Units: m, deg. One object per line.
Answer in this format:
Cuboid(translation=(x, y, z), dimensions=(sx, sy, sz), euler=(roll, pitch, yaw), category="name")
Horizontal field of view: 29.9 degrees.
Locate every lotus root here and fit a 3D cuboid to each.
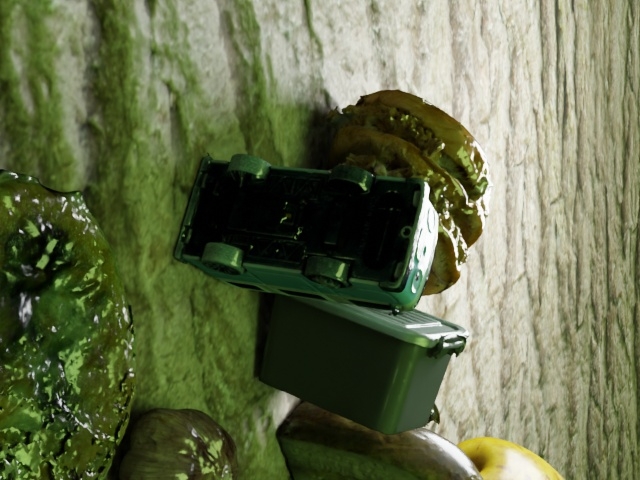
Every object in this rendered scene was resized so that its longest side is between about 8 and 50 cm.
Cuboid(translation=(0.111, 0.323, 1.583), dimensions=(0.149, 0.260, 0.267), euler=(-56, 140, -41), category="lotus root")

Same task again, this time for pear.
Cuboid(translation=(0.282, 0.456, 1.909), dimensions=(0.280, 0.280, 0.281), euler=(-18, 111, -59), category="pear")

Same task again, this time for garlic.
Cuboid(translation=(-0.145, 0.251, 1.275), dimensions=(0.147, 0.102, 0.159), euler=(-55, 139, -39), category="garlic")

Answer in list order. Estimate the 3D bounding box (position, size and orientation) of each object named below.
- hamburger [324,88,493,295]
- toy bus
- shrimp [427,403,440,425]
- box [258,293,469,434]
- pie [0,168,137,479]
Cuboid(translation=(0.099, -0.065, 1.540), dimensions=(0.260, 0.245, 0.211), euler=(39, 64, -12), category="hamburger")
Cuboid(translation=(0.000, 0.000, 1.319), dimensions=(0.165, 0.271, 0.133), euler=(43, 59, -59), category="toy bus")
Cuboid(translation=(0.128, 0.163, 1.802), dimensions=(0.296, 0.058, 0.169), euler=(56, 46, -44), category="shrimp")
Cuboid(translation=(0.043, 0.138, 1.471), dimensions=(0.163, 0.243, 0.135), euler=(3, 105, -62), category="box")
Cuboid(translation=(-0.269, 0.118, 1.058), dimensions=(0.296, 0.078, 0.371), euler=(-22, 113, -59), category="pie")
